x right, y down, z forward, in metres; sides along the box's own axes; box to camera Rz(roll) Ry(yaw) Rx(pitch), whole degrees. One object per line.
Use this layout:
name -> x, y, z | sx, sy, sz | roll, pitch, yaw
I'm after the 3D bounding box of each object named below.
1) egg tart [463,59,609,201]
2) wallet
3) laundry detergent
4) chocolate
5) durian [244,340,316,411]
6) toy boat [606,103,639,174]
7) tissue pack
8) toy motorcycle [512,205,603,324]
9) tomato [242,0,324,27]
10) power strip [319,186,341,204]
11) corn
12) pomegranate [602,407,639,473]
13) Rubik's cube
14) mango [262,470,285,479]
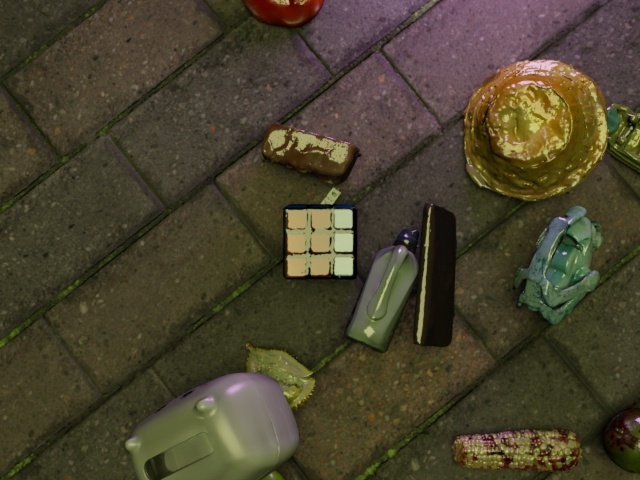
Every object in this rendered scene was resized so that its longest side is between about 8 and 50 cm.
egg tart -> 0.470, -0.248, 1.878 | 0.341, 0.129, 0.341 | 0, 89, 18
wallet -> 0.254, 0.079, 1.875 | 0.042, 0.165, 0.310 | 1, 84, 29
laundry detergent -> 0.148, 0.099, 1.843 | 0.105, 0.215, 0.281 | 23, 83, 9
chocolate -> -0.021, -0.190, 1.912 | 0.214, 0.148, 0.093 | 18, 91, 5
durian -> -0.107, 0.306, 1.893 | 0.146, 0.102, 0.208 | -42, 64, -10
toy boat -> 0.748, -0.207, 1.928 | 0.276, 0.084, 0.111 | 30, 83, 1
tissue pack -> -0.232, 0.419, 1.755 | 0.333, 0.236, 0.229 | -31, 73, 25
toy motorcycle -> 0.529, 0.052, 1.861 | 0.154, 0.206, 0.260 | 25, 85, 43
tomato -> -0.083, -0.615, 1.978 | 0.227, 0.101, 0.228 | 0, 88, 1
power strip -> 0.019, -0.091, 1.963 | 0.027, 0.017, 0.083 | 36, 88, 3
corn -> 0.432, 0.462, 1.862 | 0.280, 0.092, 0.092 | -2, 84, 2
pomegranate -> 0.703, 0.440, 1.838 | 0.169, 0.148, 0.149 | 18, 85, -4
Rubik's cube -> 0.000, 0.000, 1.874 | 0.160, 0.162, 0.163 | 0, 92, 1
mango -> -0.169, 0.654, 1.828 | 0.192, 0.156, 0.343 | 26, 82, -5
